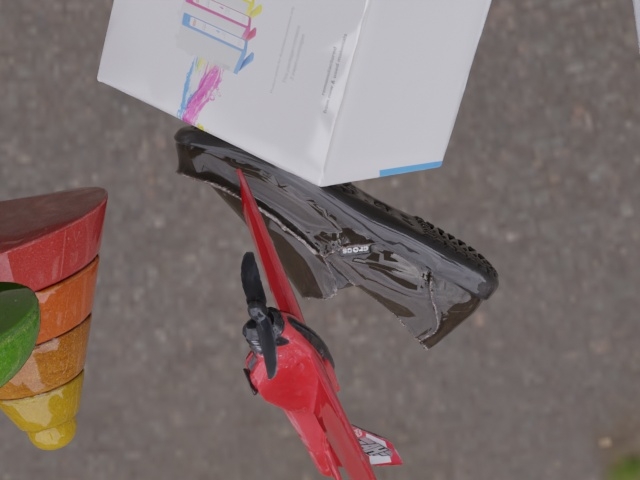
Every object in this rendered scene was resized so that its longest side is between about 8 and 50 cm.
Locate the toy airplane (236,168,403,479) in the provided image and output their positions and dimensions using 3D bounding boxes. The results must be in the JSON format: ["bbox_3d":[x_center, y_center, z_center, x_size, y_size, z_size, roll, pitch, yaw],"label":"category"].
[{"bbox_3d":[-0.003,0.051,0.648,0.028,0.151,0.151,-26,140,3],"label":"toy airplane"}]

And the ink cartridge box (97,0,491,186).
[{"bbox_3d":[-0.018,-0.093,0.819,0.092,0.143,0.090,-11,121,-52],"label":"ink cartridge box"}]

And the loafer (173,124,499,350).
[{"bbox_3d":[0.000,0.000,1.207,0.220,0.080,0.078,29,99,-1],"label":"loafer"}]

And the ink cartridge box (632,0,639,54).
[{"bbox_3d":[0.216,-0.061,0.846,0.140,0.190,0.082,-12,171,27],"label":"ink cartridge box"}]

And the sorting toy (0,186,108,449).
[{"bbox_3d":[-0.165,0.087,0.877,0.127,0.365,0.126,-12,107,11],"label":"sorting toy"}]
